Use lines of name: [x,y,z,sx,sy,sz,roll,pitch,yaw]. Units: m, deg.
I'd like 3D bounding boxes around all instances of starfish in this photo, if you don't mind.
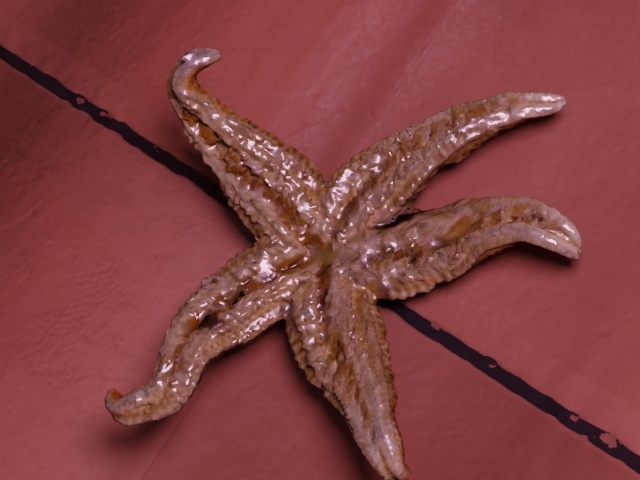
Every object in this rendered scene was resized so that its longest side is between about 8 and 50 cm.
starfish: [0.000,0.002,1.228,0.327,0.094,0.375,42,85,18]
